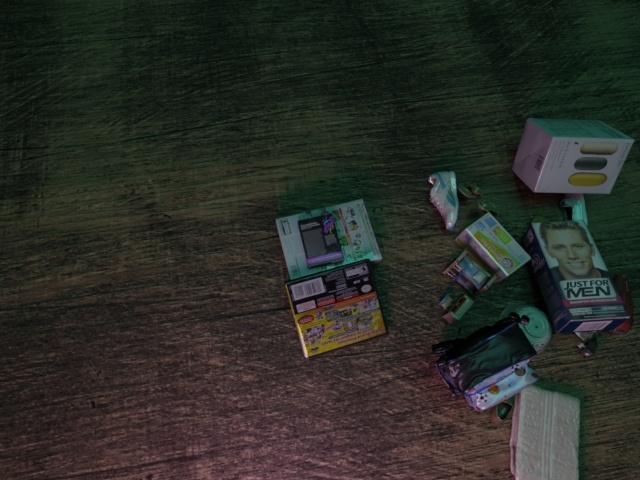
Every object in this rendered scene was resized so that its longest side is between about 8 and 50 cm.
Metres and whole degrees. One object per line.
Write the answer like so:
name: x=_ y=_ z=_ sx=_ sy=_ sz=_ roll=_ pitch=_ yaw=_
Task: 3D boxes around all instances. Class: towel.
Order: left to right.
towel: x=0.657 y=0.576 z=1.209 sx=0.187 sy=0.049 sz=0.282 roll=16 pitch=68 yaw=3

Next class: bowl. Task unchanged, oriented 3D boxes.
bowl: x=0.663 y=0.272 z=1.307 sx=0.170 sy=0.080 sz=0.170 roll=1 pitch=69 yaw=-3

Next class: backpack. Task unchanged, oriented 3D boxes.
backpack: x=0.458 y=0.347 z=1.176 sx=0.277 sy=0.263 sz=0.213 roll=-23 pitch=78 yaw=-3

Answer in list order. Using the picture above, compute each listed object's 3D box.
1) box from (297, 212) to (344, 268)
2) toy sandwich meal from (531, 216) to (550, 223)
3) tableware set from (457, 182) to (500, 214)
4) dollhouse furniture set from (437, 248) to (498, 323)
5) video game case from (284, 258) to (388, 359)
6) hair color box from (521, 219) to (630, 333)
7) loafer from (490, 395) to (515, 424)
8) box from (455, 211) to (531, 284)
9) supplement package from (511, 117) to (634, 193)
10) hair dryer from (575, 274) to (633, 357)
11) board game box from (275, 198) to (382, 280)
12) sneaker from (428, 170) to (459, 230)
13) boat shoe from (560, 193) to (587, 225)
box: x=0.000 y=0.000 z=1.315 sx=0.116 sy=0.029 sz=0.162 roll=-12 pitch=71 yaw=-6
toy sandwich meal: x=0.776 y=-0.042 z=1.459 sx=0.086 sy=0.029 sz=0.085 roll=1 pitch=66 yaw=-2
tableware set: x=0.561 y=-0.150 z=1.460 sx=0.141 sy=0.020 sz=0.168 roll=-14 pitch=58 yaw=-47
dollhouse furniture set: x=0.441 y=0.147 z=1.320 sx=0.129 sy=0.129 sz=0.184 roll=42 pitch=73 yaw=13
video game case: x=0.051 y=0.211 z=1.286 sx=0.275 sy=0.035 sz=0.248 roll=-15 pitch=93 yaw=-8
hair color box: x=0.783 y=0.105 z=1.299 sx=0.174 sy=0.105 sz=0.347 roll=-4 pitch=56 yaw=1
loafer: x=0.554 y=0.479 z=1.239 sx=0.056 sy=0.050 sz=0.148 roll=22 pitch=70 yaw=6
box: x=0.572 y=0.028 z=1.384 sx=0.114 sy=0.103 sz=0.203 roll=-34 pitch=74 yaw=-14
supplement package: x=0.851 y=-0.292 z=1.427 sx=0.263 sy=0.199 sz=0.198 roll=1 pitch=33 yaw=-1
hair dryer: x=0.893 y=0.208 z=1.320 sx=0.294 sy=0.080 sz=0.223 roll=-33 pitch=89 yaw=-16
board game box: x=0.024 y=0.007 z=1.379 sx=0.304 sy=0.097 sz=0.223 roll=-13 pitch=71 yaw=-5
sneaker: x=0.434 y=-0.138 z=1.460 sx=0.092 sy=0.087 sz=0.228 roll=-3 pitch=64 yaw=8
boat shoe: x=0.893 y=-0.123 z=1.479 sx=0.063 sy=0.066 sz=0.184 roll=-1 pitch=79 yaw=-3
